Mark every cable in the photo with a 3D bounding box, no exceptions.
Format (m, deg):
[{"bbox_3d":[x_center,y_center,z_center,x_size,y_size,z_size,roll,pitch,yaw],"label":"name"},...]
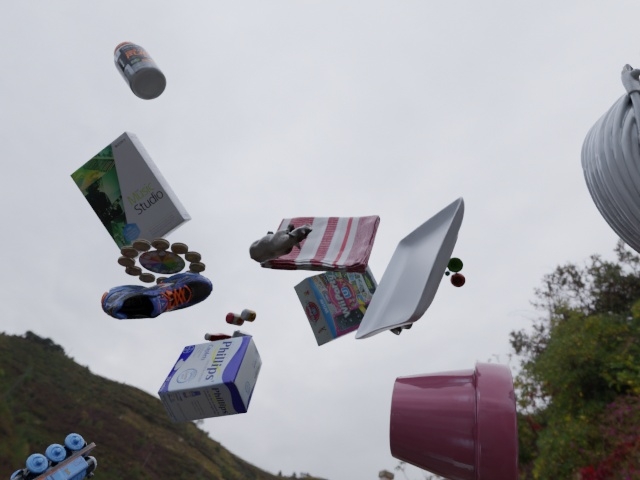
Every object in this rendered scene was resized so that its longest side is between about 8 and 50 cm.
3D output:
[{"bbox_3d":[0.458,-0.083,0.516,0.257,0.256,0.089,19,-16,-1],"label":"cable"}]

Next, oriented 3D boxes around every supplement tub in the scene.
[{"bbox_3d":[-0.585,-0.550,1.349,0.190,0.117,0.117,51,-39,25],"label":"supplement tub"}]

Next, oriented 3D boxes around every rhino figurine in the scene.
[{"bbox_3d":[-0.106,0.005,1.152,0.243,0.106,0.073,-19,-74,42],"label":"rhino figurine"}]

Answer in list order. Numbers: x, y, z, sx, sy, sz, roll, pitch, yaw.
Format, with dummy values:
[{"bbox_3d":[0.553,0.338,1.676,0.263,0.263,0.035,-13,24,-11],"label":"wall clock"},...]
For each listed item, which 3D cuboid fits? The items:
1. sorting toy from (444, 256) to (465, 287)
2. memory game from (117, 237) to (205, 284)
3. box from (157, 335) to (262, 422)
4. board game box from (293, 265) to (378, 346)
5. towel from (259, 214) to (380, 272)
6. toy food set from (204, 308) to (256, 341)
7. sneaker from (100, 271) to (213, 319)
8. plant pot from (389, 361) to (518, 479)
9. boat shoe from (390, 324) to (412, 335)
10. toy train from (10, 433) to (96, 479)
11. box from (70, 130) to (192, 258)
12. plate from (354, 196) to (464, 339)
[{"bbox_3d":[0.438,0.102,1.367,0.061,0.042,0.101,-7,-86,22],"label":"sorting toy"},{"bbox_3d":[-0.349,0.053,0.928,0.186,0.012,0.186,-2,-37,-2],"label":"memory game"},{"bbox_3d":[-0.186,0.238,0.732,0.137,0.126,0.072,-11,-68,10],"label":"box"},{"bbox_3d":[0.083,0.214,1.482,0.097,0.304,0.223,-39,-110,46],"label":"board game box"},{"bbox_3d":[0.000,0.000,1.266,0.329,0.237,0.037,0,-49,20],"label":"towel"},{"bbox_3d":[-0.303,0.317,1.343,0.111,0.232,0.105,19,-6,44],"label":"toy food set"},{"bbox_3d":[-0.331,0.126,0.873,0.087,0.221,0.083,24,-57,59],"label":"sneaker"},{"bbox_3d":[0.211,0.297,0.681,0.181,0.201,0.201,0,-49,19],"label":"plant pot"},{"bbox_3d":[0.333,0.302,1.721,0.111,0.104,0.307,37,-18,9],"label":"boat shoe"},{"bbox_3d":[-0.566,0.498,0.902,0.080,0.184,0.105,-45,-100,8],"label":"toy train"},{"bbox_3d":[-0.576,-0.132,1.275,0.232,0.058,0.321,-34,-92,9],"label":"box"},{"bbox_3d":[0.185,0.074,0.855,0.045,0.277,0.278,32,-25,-3],"label":"plate"}]
